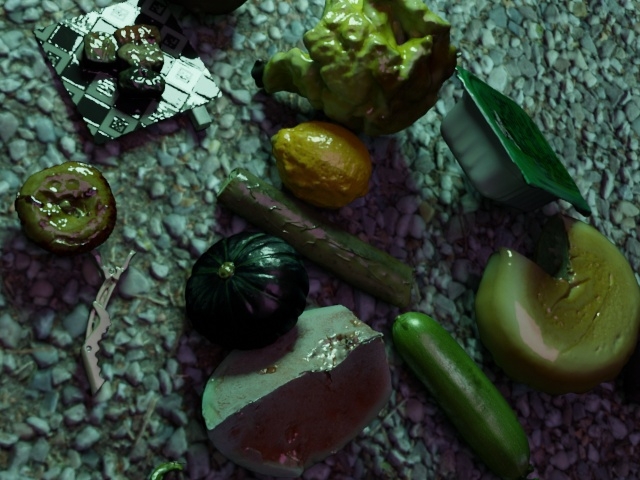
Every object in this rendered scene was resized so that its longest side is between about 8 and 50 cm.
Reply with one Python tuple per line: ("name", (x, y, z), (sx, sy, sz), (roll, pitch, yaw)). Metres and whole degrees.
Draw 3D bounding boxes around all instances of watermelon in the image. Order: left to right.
("watermelon", (-0.049, 0.228, 1.317), (0.305, 0.180, 0.224), (-27, 73, -26))

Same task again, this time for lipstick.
("lipstick", (-0.215, -0.235, 1.458), (0.025, 0.025, 0.107), (-22, 81, -27))

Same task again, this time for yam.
("yam", (0.000, 0.000, 1.462), (0.371, 0.083, 0.083), (29, 66, -13))

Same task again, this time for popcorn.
("popcorn", (0.079, -0.303, 1.454), (0.292, 0.293, 0.237), (-18, 49, -27))

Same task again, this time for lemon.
("lemon", (0.000, -0.127, 1.458), (0.187, 0.142, 0.142), (27, 67, -14))

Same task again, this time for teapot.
("teapot", (0.622, 0.244, 1.668), (0.116, 0.148, 0.146), (8, 82, 15))

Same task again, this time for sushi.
("sushi", (-0.302, -0.294, 1.407), (0.231, 0.047, 0.220), (-27, 80, -28))

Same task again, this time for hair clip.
("hair clip", (-0.332, 0.115, 1.304), (0.072, 0.034, 0.226), (15, 72, -16))

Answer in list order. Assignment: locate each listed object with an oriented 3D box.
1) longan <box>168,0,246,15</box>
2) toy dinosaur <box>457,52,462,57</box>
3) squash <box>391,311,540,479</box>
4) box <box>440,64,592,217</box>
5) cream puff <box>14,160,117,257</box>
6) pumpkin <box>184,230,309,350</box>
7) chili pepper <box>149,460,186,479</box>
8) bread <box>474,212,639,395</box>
("longan", (-0.191, -0.461, 1.456), (0.189, 0.189, 0.189), (7, 73, -22))
("toy dinosaur", (0.169, -0.445, 1.667), (0.247, 0.075, 0.188), (26, 59, -9))
("squash", (0.251, 0.272, 1.484), (0.101, 0.101, 0.379), (-37, 90, -28))
("box", (0.329, -0.149, 1.561), (0.336, 0.106, 0.264), (11, 45, -54))
("cream puff", (-0.376, -0.044, 1.300), (0.149, 0.084, 0.149), (7, 71, -19))
("pumpkin", (-0.112, 0.077, 1.336), (0.150, 0.194, 0.194), (49, 61, -28))
("chili pepper", (-0.149, 0.488, 1.265), (0.085, 0.076, 0.359), (-31, 90, -3))
("bread", (0.419, 0.124, 1.562), (0.332, 0.160, 0.333), (7, 68, -18))
